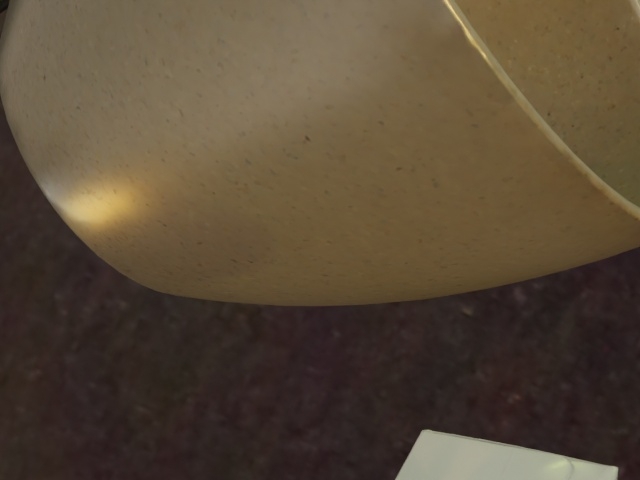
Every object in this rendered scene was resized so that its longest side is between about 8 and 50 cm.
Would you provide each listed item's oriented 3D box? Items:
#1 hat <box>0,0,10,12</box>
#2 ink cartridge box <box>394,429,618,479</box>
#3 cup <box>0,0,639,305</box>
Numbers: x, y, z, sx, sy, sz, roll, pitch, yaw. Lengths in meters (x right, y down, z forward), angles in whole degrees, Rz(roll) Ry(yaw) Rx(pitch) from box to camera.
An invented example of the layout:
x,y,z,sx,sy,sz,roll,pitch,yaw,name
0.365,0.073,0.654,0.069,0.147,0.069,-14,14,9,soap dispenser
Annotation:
x,y,z,sx,sy,sz,roll,pitch,yaw,name
-0.310,-0.269,0.868,0.331,0.331,0.134,-49,-2,18,hat
0.136,0.299,1.148,0.168,0.232,0.171,8,35,21,ink cartridge box
-0.010,-0.099,0.680,0.237,0.331,0.331,-30,45,25,cup
